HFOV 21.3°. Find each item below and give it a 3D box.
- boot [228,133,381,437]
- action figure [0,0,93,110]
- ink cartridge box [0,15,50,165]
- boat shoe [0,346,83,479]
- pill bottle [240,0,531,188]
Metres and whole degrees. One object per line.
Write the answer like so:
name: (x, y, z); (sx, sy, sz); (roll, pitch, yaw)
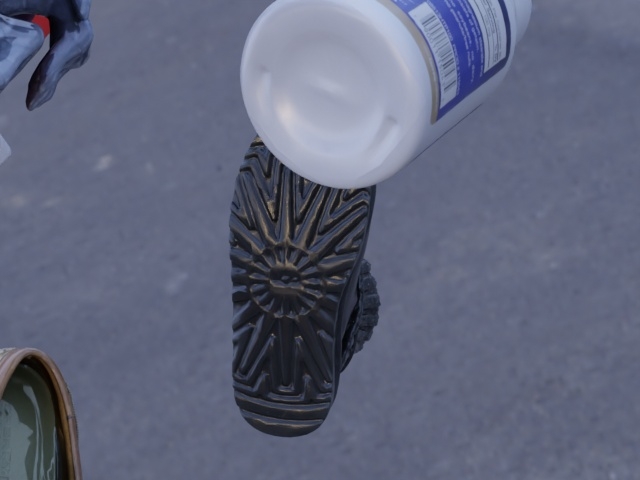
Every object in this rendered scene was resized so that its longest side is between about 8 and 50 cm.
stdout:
boot: (-0.004, 0.000, 1.695); (0.131, 0.348, 0.260); (14, 21, 9)
action figure: (-0.268, -0.193, 0.752); (0.276, 0.370, 0.248); (-55, 1, -18)
ink cartridge box: (-0.295, -0.157, 1.126); (0.066, 0.296, 0.261); (21, 63, 37)
boat shoe: (-0.246, 0.239, 1.381); (0.122, 0.324, 0.120); (0, -20, -30)
pill bottle: (0.046, -0.111, 0.956); (0.112, 0.112, 0.186); (-5, 20, 32)
